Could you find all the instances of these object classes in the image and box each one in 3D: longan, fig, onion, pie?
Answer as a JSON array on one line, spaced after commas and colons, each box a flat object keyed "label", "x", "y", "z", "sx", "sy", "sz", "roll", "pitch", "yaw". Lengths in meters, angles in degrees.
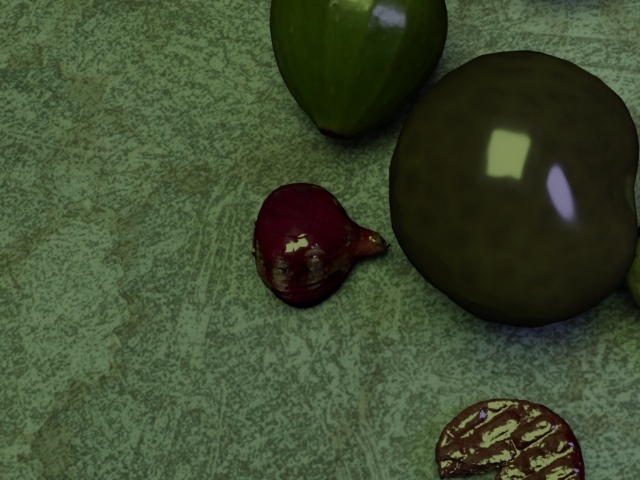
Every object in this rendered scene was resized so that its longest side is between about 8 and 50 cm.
[{"label": "longan", "x": 0.277, "y": -0.076, "z": 1.730, "sx": 0.405, "sy": 0.336, "sz": 0.404, "roll": -6, "pitch": 74, "yaw": 22}, {"label": "fig", "x": 0.055, "y": -0.320, "z": 1.939, "sx": 0.316, "sy": 0.316, "sz": 0.316, "roll": -6, "pitch": 65, "yaw": 13}, {"label": "onion", "x": 0.000, "y": 0.000, "z": 1.896, "sx": 0.218, "sy": 0.140, "sz": 0.195, "roll": 1, "pitch": 60, "yaw": 12}, {"label": "pie", "x": 0.273, "y": 0.329, "z": 1.710, "sx": 0.205, "sy": 0.054, "sz": 0.218, "roll": -18, "pitch": 61, "yaw": 7}]

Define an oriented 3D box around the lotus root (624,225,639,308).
[{"label": "lotus root", "x": 0.558, "y": 0.091, "z": 1.691, "sx": 0.173, "sy": 0.173, "sz": 0.309, "roll": -39, "pitch": 70, "yaw": -4}]
